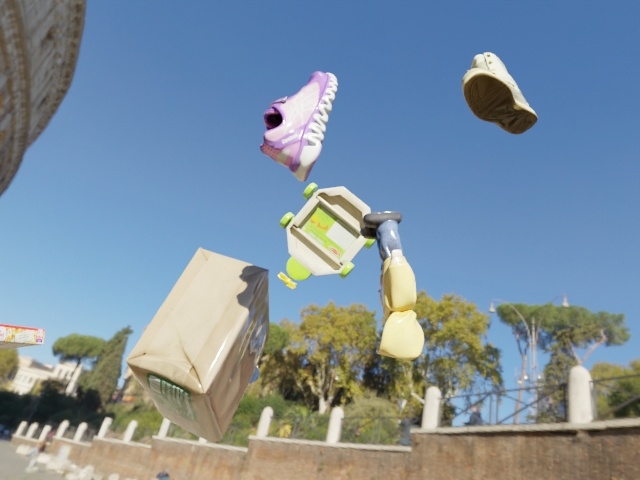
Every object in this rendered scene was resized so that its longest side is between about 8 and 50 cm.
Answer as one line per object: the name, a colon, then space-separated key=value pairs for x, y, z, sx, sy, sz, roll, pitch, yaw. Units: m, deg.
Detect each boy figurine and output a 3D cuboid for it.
boy figurine: x=0.137 y=0.092 z=0.904 sx=0.092 sy=0.286 sz=0.177 roll=-2 pitch=-24 yaw=-4

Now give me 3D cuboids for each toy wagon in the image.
toy wagon: x=0.000 y=0.000 z=1.429 sx=0.267 sy=0.344 sz=0.068 roll=40 pitch=2 yaw=10

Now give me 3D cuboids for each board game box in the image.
board game box: x=-0.852 y=0.250 z=1.196 sx=0.146 sy=0.045 sz=0.193 roll=-9 pitch=-19 yaw=15

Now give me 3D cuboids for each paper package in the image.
paper package: x=-0.239 y=0.234 z=1.020 sx=0.168 sy=0.310 sz=0.325 roll=18 pitch=-38 yaw=8

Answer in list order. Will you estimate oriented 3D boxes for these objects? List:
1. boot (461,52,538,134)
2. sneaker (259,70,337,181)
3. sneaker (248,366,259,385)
boot: x=0.329 y=-0.311 z=0.912 sx=0.213 sy=0.165 sz=0.077 roll=16 pitch=-41 yaw=-37
sneaker: x=-0.040 y=-0.214 z=0.787 sx=0.104 sy=0.237 sz=0.095 roll=19 pitch=-35 yaw=-8
sneaker: x=-0.327 y=0.395 z=1.246 sx=0.292 sy=0.108 sz=0.169 roll=14 pitch=-45 yaw=-42
